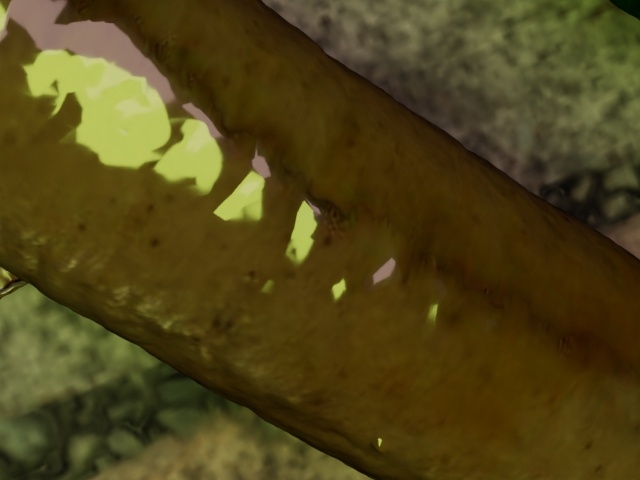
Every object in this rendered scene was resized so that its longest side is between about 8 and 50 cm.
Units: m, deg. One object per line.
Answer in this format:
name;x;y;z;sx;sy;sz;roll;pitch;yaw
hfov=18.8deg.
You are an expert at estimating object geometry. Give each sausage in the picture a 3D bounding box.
sausage;0.000;0.002;0.679;0.501;0.123;0.136;33;33;-24

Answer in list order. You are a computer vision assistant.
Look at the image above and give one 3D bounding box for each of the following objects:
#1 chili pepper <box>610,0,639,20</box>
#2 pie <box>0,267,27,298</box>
chili pepper;0.238;-0.224;0.763;0.167;0.213;0.385;40;77;-44
pie;-0.123;-0.060;0.702;0.092;0.034;0.170;-15;93;-17
